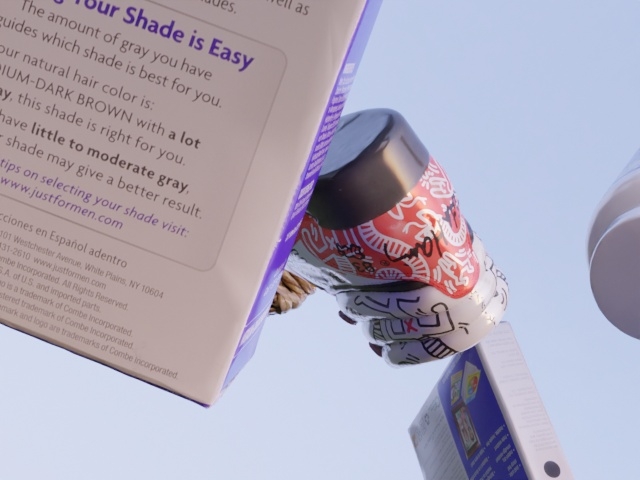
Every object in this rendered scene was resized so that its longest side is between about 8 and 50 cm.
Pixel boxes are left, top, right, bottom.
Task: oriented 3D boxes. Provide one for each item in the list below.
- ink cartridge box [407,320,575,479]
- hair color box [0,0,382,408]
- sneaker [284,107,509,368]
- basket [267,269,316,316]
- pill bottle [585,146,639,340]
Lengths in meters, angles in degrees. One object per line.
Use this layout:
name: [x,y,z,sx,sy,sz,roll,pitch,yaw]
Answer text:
ink cartridge box: [0.145,0.206,1.153,0.206,0.045,0.208,112,-33,-55]
hair color box: [-0.065,-0.122,0.599,0.185,0.110,0.338,22,-79,3]
sneaker: [-0.001,0.001,0.804,0.145,0.090,0.270,54,-22,-21]
basket: [-0.132,-0.066,1.259,0.223,0.213,0.299,-11,-66,43]
pill bottle: [0.321,-0.006,1.219,0.152,0.272,0.152,7,-71,20]
